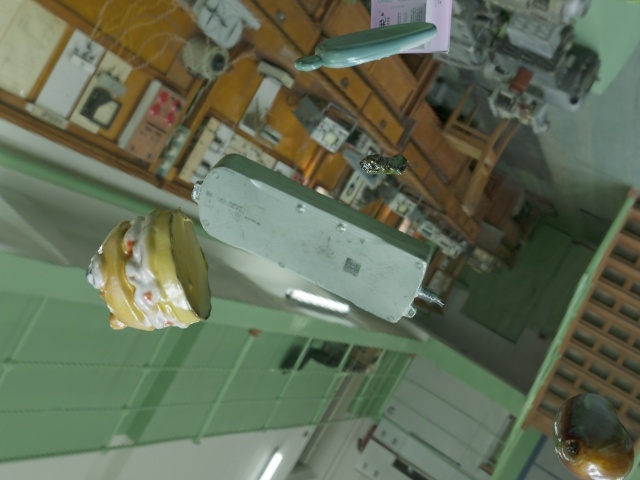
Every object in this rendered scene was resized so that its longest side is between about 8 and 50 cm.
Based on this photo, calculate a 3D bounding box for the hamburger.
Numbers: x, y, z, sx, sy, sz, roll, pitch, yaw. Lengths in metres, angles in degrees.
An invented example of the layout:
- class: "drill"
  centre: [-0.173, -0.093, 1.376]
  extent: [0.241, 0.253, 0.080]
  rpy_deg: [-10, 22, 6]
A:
- class: "hamburger"
  centre: [-0.385, 0.071, 1.562]
  extent: [0.236, 0.277, 0.276]
  rpy_deg: [-12, 176, 6]

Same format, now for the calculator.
- class: "calculator"
  centre: [0.047, -0.202, 0.729]
  extent: [0.152, 0.021, 0.095]
  rpy_deg: [-15, -156, -9]

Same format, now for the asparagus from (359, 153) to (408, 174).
- class: "asparagus"
  centre: [0.104, -0.126, 1.157]
  extent: [0.030, 0.036, 0.165]
  rpy_deg: [43, -159, 18]

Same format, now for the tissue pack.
- class: "tissue pack"
  centre: [0.184, -0.510, 1.438]
  extent: [0.148, 0.247, 0.092]
  rpy_deg: [13, -162, 41]

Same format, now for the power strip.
- class: "power strip"
  centre: [0.000, 0.000, 0.578]
  extent: [0.226, 0.080, 0.029]
  rpy_deg: [26, -137, 6]

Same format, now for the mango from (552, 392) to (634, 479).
- class: "mango"
  centre: [0.455, 0.333, 1.172]
  extent: [0.133, 0.111, 0.267]
  rpy_deg: [25, -164, 19]

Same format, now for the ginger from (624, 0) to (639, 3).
- class: "ginger"
  centre: [0.302, -0.371, 0.917]
  extent: [0.289, 0.089, 0.137]
  rpy_deg: [23, -152, 21]
